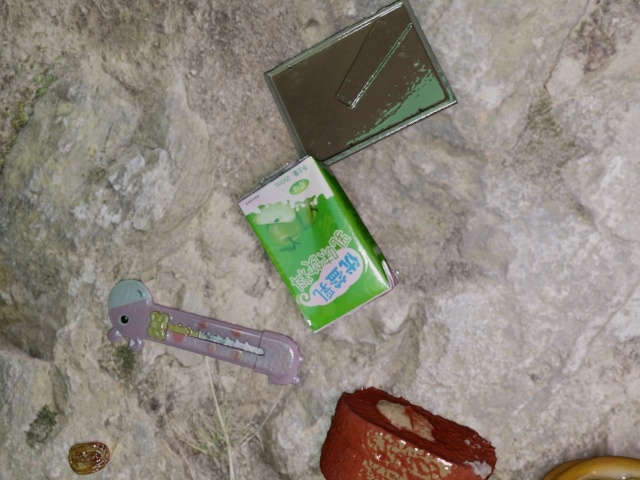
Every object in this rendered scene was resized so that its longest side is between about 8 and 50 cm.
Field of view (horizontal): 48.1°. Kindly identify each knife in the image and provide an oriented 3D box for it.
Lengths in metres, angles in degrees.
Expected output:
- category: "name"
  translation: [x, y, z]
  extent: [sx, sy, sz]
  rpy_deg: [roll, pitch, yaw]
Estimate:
- category: "knife"
  translation: [-0.217, 0.172, 1.307]
  extent: [0.399, 0.038, 0.132]
  rpy_deg: [13, 94, 13]

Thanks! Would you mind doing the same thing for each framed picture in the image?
- category: "framed picture"
  translation: [0.065, -0.269, 1.264]
  extent: [0.289, 0.016, 0.213]
  rpy_deg: [-26, 82, 12]

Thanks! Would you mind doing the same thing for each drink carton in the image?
- category: "drink carton"
  translation: [0.000, 0.000, 1.217]
  extent: [0.161, 0.108, 0.271]
  rpy_deg: [-31, 86, 13]

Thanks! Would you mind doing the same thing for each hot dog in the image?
- category: "hot dog"
  translation: [-0.441, 0.412, 1.355]
  extent: [0.083, 0.035, 0.058]
  rpy_deg: [-12, 82, 13]

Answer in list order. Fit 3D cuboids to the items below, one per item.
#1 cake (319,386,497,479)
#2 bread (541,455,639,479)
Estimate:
- category: "cake"
  translation: [0.137, 0.350, 1.144]
  extent: [0.283, 0.177, 0.151]
  rpy_deg: [23, 94, 15]
- category: "bread"
  translation: [0.465, 0.418, 1.017]
  extent: [0.316, 0.270, 0.211]
  rpy_deg: [18, 107, 21]
